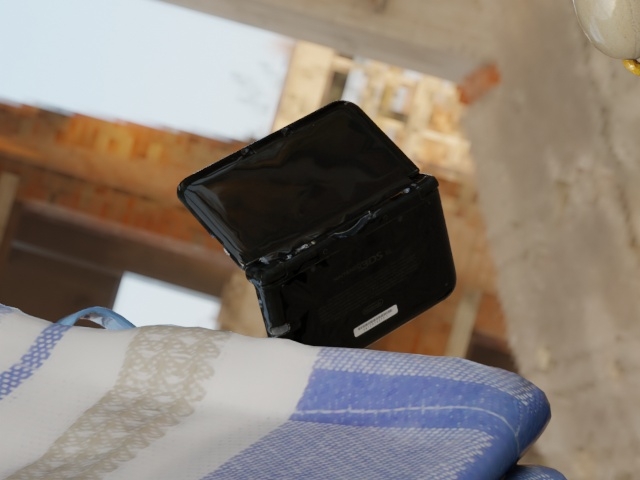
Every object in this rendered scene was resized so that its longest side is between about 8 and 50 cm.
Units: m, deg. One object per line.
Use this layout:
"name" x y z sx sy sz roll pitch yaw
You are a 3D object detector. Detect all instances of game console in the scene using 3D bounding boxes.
"game console" 0.000 0.000 1.002 0.122 0.071 0.107 -29 -60 -28

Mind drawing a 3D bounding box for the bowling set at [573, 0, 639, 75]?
"bowling set" 0.129 -0.229 0.662 0.154 0.200 0.287 -113 -1 -59

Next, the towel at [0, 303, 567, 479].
"towel" -0.116 0.059 0.390 0.209 0.285 0.034 -34 -56 -51

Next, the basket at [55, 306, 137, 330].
"basket" -0.095 0.215 1.199 0.201 0.289 0.255 -15 44 49
